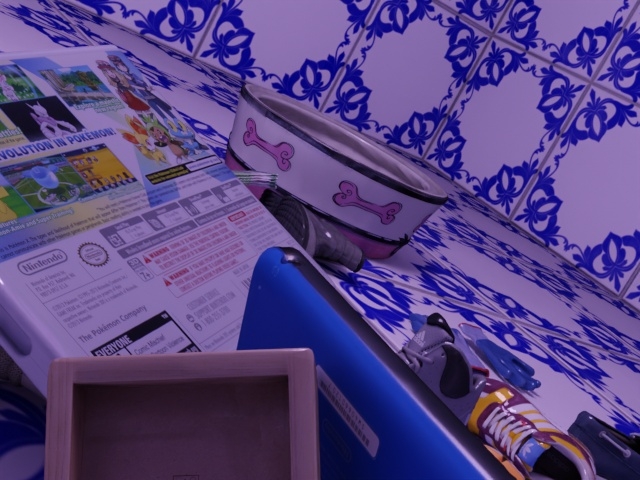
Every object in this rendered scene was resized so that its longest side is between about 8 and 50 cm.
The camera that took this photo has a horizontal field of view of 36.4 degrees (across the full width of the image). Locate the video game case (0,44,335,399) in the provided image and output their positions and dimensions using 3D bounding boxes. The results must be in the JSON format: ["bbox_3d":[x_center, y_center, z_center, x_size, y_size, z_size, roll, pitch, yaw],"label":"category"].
[{"bbox_3d":[-0.156,-0.023,0.717,0.300,0.036,0.329,47,26,6],"label":"video game case"}]

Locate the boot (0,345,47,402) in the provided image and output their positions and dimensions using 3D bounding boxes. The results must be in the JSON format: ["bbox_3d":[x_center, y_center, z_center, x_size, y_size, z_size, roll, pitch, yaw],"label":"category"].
[{"bbox_3d":[-0.139,0.090,0.736,0.165,0.077,0.213,30,17,8],"label":"boot"}]

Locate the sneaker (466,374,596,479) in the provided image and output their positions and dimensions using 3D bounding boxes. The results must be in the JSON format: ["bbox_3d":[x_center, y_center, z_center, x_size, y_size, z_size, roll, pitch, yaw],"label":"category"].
[{"bbox_3d":[0.216,0.209,1.053,0.185,0.070,0.084,31,7,12],"label":"sneaker"}]

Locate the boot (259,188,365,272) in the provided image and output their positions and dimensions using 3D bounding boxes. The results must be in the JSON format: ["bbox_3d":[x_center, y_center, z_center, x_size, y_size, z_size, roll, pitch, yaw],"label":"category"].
[{"bbox_3d":[0.000,0.000,1.373,0.161,0.083,0.246,25,8,-19],"label":"boot"}]

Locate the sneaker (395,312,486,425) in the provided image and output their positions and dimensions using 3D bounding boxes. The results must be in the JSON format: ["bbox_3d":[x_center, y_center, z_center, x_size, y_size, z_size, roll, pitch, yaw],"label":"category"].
[{"bbox_3d":[0.060,0.115,0.937,0.228,0.132,0.086,24,13,-21],"label":"sneaker"}]

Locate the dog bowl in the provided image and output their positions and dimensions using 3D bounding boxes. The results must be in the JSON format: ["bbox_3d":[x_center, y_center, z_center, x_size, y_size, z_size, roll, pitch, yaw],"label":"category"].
[{"bbox_3d":[0.012,-0.114,1.705,0.407,0.150,0.408,28,12,-6],"label":"dog bowl"}]

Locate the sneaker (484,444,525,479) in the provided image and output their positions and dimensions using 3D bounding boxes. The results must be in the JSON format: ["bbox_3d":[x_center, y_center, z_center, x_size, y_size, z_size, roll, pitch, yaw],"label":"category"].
[{"bbox_3d":[0.169,0.250,0.789,0.214,0.084,0.083,30,21,32],"label":"sneaker"}]

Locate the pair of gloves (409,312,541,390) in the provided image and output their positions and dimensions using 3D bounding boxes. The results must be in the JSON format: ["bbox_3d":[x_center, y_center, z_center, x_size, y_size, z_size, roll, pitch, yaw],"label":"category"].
[{"bbox_3d":[0.219,0.158,1.374,0.198,0.023,0.159,18,18,-36],"label":"pair of gloves"}]

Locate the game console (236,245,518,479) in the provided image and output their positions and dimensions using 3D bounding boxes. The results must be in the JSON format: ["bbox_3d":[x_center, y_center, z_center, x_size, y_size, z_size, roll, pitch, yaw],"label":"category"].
[{"bbox_3d":[0.067,0.171,0.591,0.173,0.250,0.293,0,26,-30],"label":"game console"}]

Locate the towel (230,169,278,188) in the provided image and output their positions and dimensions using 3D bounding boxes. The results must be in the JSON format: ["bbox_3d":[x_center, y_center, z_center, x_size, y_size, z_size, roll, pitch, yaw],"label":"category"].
[{"bbox_3d":[-0.149,-0.089,1.411,0.152,0.023,0.113,-1,6,-24],"label":"towel"}]

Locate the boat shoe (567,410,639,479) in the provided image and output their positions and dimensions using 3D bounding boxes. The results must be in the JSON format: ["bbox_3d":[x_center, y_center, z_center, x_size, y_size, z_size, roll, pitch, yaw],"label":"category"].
[{"bbox_3d":[0.390,0.268,1.173,0.254,0.079,0.095,24,13,-20],"label":"boat shoe"}]

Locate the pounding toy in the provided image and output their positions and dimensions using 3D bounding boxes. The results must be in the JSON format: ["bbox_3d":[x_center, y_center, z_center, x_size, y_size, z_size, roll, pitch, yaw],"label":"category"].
[{"bbox_3d":[-0.101,0.153,0.482,0.206,0.181,0.094,-2,-15,1],"label":"pounding toy"}]
